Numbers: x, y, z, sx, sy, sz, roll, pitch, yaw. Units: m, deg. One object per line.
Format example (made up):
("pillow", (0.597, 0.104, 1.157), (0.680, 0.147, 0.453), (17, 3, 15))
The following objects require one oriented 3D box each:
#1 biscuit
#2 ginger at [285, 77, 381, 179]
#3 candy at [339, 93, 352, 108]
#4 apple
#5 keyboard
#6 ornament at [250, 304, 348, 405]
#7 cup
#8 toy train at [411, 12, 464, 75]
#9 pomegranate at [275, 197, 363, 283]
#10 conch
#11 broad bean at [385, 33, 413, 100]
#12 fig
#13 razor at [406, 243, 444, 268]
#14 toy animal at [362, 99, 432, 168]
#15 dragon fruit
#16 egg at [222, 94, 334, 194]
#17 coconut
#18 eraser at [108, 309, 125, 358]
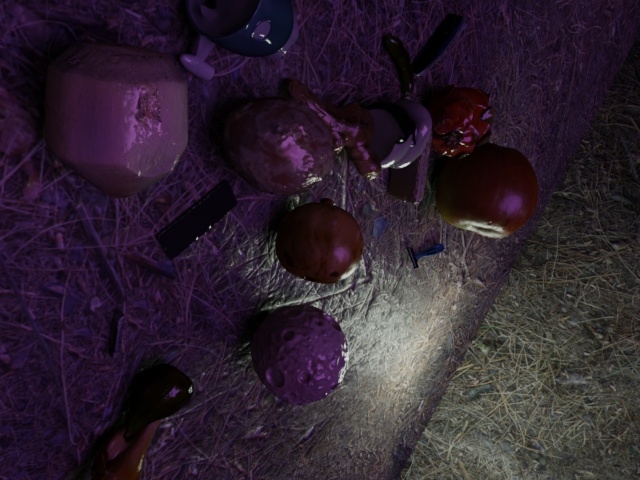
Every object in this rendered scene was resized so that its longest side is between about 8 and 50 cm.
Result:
("biscuit", (0.267, -0.227, 1.648), (0.062, 0.108, 0.239), (-31, 134, -41))
("ginger", (0.047, -0.266, 1.286), (0.334, 0.081, 0.148), (26, 87, -41))
("candy", (0.007, -0.253, 1.341), (0.287, 0.078, 0.084), (-56, 143, -25))
("apple", (0.563, -0.175, 1.879), (0.339, 0.339, 0.339), (-31, 134, -39))
("keyboard", (-0.256, -0.045, 1.164), (0.196, 0.015, 0.074), (-45, 137, -26))
("ornament", (-0.048, 0.285, 1.434), (0.225, 0.259, 0.259), (-45, 147, 10))
("cup", (-0.125, -0.405, 0.984), (0.300, 0.167, 0.173), (-44, 160, 17))
("toy train", (0.331, -0.546, 1.578), (0.234, 0.052, 0.051), (-55, 149, -13))
("pomegranate", (0.000, 0.000, 1.367), (0.215, 0.215, 0.215), (-31, 134, -39))
("conch", (-0.420, 0.459, 1.213), (0.093, 0.109, 0.330), (-46, -169, 47))
("broad bean", (0.218, -0.470, 1.490), (0.069, 0.039, 0.227), (-47, 143, -14))
("fig", (-0.366, 0.347, 1.200), (0.177, 0.117, 0.117), (-41, 141, -9))
("razor", (0.390, 0.045, 2.047), (0.253, 0.042, 0.082), (-15, 82, -49))
("toy animal", (0.197, -0.283, 1.467), (0.235, 0.165, 0.187), (-14, 151, -47))
("dragon fruit", (0.404, -0.350, 1.660), (0.227, 0.224, 0.224), (-47, 142, -25))
("egg", (-0.088, -0.193, 1.129), (0.245, 0.203, 0.203), (15, 100, -38))
("coconut", (-0.303, -0.178, 0.845), (0.224, 0.224, 0.234), (-14, 110, -48))
("eraser", (-0.405, 0.188, 1.104), (0.019, 0.027, 0.099), (-4, 114, -43))
